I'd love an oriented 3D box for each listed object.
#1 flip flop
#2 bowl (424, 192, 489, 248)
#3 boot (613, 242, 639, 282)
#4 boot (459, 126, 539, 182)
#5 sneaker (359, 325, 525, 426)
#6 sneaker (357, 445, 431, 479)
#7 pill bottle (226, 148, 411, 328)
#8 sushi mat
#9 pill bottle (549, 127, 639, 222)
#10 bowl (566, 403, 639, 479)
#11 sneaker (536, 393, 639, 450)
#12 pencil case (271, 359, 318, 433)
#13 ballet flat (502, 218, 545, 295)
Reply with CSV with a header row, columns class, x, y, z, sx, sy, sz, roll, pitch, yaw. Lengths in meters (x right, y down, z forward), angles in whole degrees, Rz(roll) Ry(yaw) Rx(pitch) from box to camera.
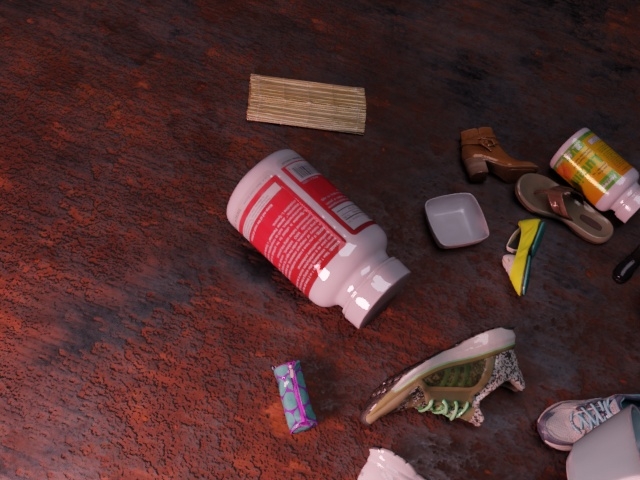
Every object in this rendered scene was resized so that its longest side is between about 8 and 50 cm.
class,x,y,z,sx,sy,sz,roll,pitch,yaw
flip flop,0.626,-0.090,2.079,0.277,0.080,0.112,34,66,8
bowl,0.331,-0.043,2.026,0.142,0.053,0.142,-10,64,-14
boot,0.780,0.043,2.018,0.121,0.099,0.045,-39,72,-25
boot,0.465,-0.231,2.142,0.197,0.073,0.152,0,57,-12
sneaker,0.283,0.330,1.770,0.411,0.158,0.182,-23,79,-16
sneaker,0.204,0.545,1.668,0.297,0.111,0.129,31,77,13
pill bottle,0.000,0.000,1.853,0.408,0.229,0.229,43,64,15
sushi mat,-0.035,-0.361,2.168,0.317,0.019,0.151,7,59,-5
pill bottle,0.726,-0.163,2.103,0.136,0.136,0.245,-36,72,-24
bowl,0.607,0.502,1.653,0.163,0.311,0.311,-21,59,23
sneaker,0.613,0.379,1.793,0.283,0.122,0.110,-9,62,-13
pencil case,-0.054,0.334,1.750,0.065,0.070,0.151,-11,64,-15
ballet flat,0.489,0.038,2.003,0.077,0.077,0.231,11,55,22
